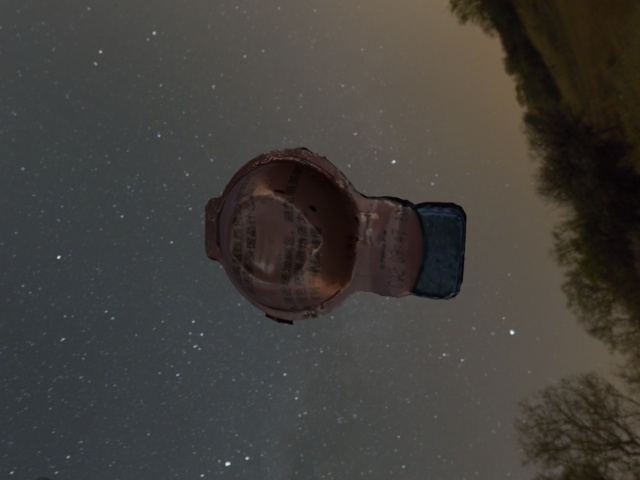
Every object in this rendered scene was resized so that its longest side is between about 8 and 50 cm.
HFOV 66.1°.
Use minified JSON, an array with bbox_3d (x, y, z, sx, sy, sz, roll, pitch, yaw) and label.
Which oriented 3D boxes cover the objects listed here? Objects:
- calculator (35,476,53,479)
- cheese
[{"bbox_3d":[-0.400,0.482,0.602,0.054,0.386,0.256,21,-162,-35],"label":"calculator"},{"bbox_3d":[0.000,0.000,0.503,0.074,0.286,0.188,-25,-63,-65],"label":"cheese"}]
